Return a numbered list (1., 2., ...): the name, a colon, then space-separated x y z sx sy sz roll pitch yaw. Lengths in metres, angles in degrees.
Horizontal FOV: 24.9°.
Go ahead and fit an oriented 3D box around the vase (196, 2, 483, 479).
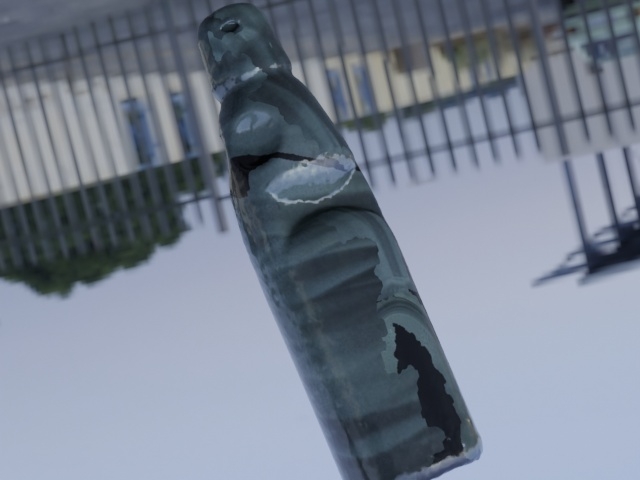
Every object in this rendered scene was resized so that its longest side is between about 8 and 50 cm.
1. vase: 0.000 0.000 0.592 0.060 0.211 0.060 -22 172 -3
